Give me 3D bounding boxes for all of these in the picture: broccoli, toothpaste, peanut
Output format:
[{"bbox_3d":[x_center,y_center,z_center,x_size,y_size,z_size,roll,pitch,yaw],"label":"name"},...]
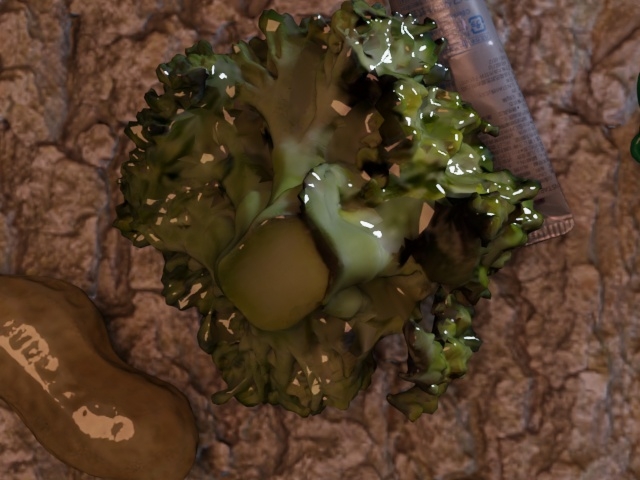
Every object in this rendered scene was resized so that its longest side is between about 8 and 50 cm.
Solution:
[{"bbox_3d":[0.003,-0.010,0.984,0.334,0.324,0.272,-24,40,17],"label":"broccoli"},{"bbox_3d":[0.120,-0.134,1.048,0.114,0.073,0.299,-17,92,11],"label":"toothpaste"},{"bbox_3d":[-0.219,0.116,1.077,0.274,0.111,0.125,38,79,7],"label":"peanut"}]

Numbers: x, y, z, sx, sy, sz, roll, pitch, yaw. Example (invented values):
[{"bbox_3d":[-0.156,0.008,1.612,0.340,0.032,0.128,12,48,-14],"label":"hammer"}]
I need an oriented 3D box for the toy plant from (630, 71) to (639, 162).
[{"bbox_3d":[0.339,-0.126,0.990,0.143,0.105,0.200,37,112,-2],"label":"toy plant"}]
